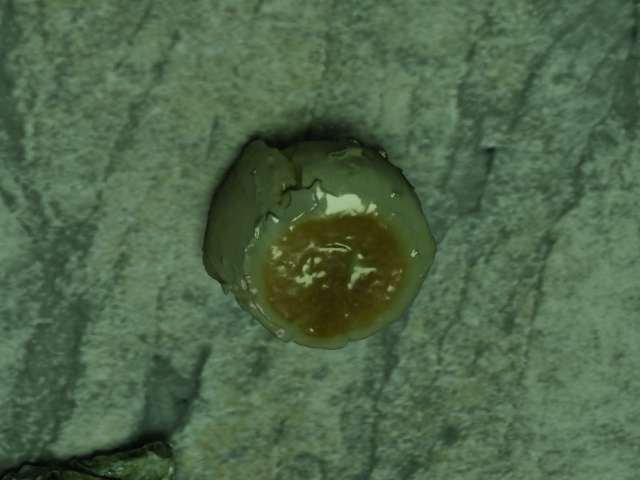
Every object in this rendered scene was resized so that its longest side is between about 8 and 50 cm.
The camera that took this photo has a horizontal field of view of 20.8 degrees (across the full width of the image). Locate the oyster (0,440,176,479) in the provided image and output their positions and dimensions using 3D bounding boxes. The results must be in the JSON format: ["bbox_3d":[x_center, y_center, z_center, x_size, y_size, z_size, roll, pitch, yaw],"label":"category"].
[{"bbox_3d":[-0.218,0.271,1.353,0.267,0.112,0.198,-15,102,4],"label":"oyster"}]

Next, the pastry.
[{"bbox_3d":[0.000,0.000,1.244,0.165,0.088,0.166,-6,120,-10],"label":"pastry"}]
